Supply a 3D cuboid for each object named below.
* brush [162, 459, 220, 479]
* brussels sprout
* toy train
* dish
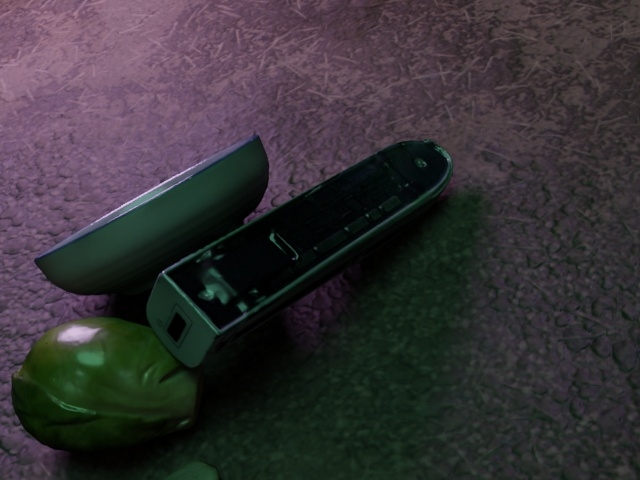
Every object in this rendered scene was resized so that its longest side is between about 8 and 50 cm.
[{"bbox_3d":[-0.231,0.306,0.909,0.337,0.020,0.085,-36,48,-19],"label":"brush"},{"bbox_3d":[-0.211,0.142,0.985,0.183,0.145,0.131,-2,76,20],"label":"brussels sprout"},{"bbox_3d":[0.000,0.000,1.059,0.086,0.088,0.407,45,48,16],"label":"toy train"},{"bbox_3d":[-0.156,0.005,1.099,0.273,0.133,0.273,-29,10,5],"label":"dish"}]
